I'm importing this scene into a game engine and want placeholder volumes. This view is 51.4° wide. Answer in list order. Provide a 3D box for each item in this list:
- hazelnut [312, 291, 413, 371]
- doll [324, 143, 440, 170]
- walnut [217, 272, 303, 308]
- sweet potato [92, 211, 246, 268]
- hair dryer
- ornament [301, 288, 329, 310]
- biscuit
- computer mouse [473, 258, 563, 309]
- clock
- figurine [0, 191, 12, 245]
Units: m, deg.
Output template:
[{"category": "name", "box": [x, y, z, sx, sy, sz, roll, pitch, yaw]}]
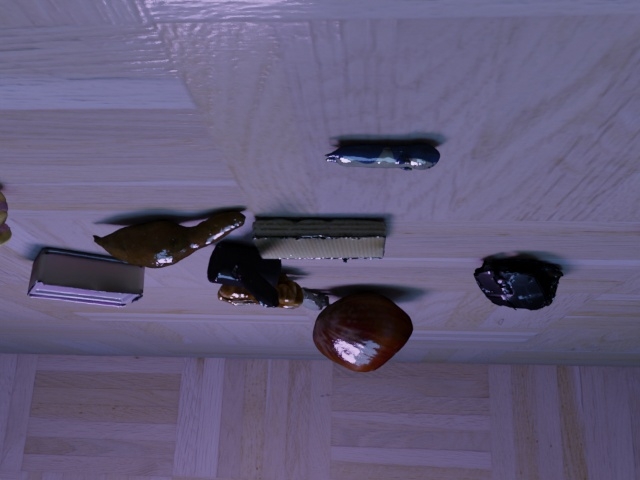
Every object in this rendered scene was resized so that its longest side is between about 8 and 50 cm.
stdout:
[{"category": "hazelnut", "box": [0.090, 0.198, 1.483, 0.181, 0.181, 0.212, -41, 174, -48]}, {"category": "doll", "box": [0.067, -0.091, 0.724, 0.125, 0.027, 0.037, 0, 171, 6]}, {"category": "walnut", "box": [-0.118, 0.099, 1.328, 0.170, 0.069, 0.143, 7, 164, -14]}, {"category": "sweet potato", "box": [-0.227, 0.003, 1.002, 0.270, 0.074, 0.075, -9, 161, 21]}, {"category": "hair dryer", "box": [-0.094, 0.061, 1.055, 0.114, 0.070, 0.248, 10, -173, -25]}, {"category": "ornament", "box": [-0.021, 0.134, 1.489, 0.069, 0.041, 0.092, 18, 177, 15]}, {"category": "biscuit", "box": [0.000, 0.000, 1.025, 0.200, 0.040, 0.121, 1, 160, 3]}, {"category": "computer mouse", "box": [0.366, 0.086, 1.222, 0.147, 0.077, 0.242, -12, 159, 33]}, {"category": "clock", "box": [-0.449, 0.076, 1.275, 0.192, 0.071, 0.147, 10, 162, -27]}, {"category": "figurine", "box": [-0.498, -0.046, 0.871, 0.188, 0.083, 0.083, 17, 160, -17]}]
